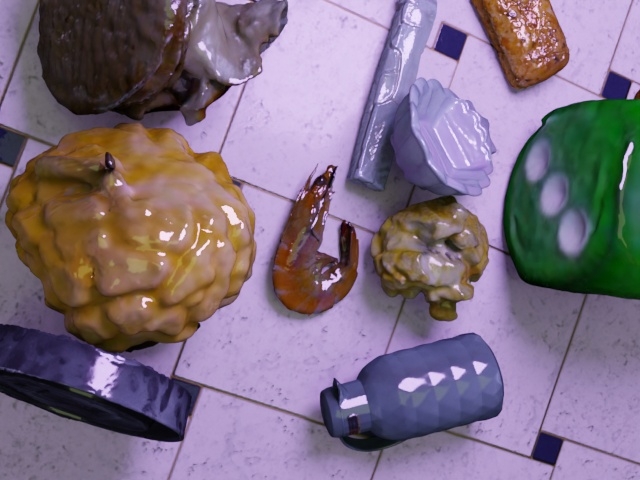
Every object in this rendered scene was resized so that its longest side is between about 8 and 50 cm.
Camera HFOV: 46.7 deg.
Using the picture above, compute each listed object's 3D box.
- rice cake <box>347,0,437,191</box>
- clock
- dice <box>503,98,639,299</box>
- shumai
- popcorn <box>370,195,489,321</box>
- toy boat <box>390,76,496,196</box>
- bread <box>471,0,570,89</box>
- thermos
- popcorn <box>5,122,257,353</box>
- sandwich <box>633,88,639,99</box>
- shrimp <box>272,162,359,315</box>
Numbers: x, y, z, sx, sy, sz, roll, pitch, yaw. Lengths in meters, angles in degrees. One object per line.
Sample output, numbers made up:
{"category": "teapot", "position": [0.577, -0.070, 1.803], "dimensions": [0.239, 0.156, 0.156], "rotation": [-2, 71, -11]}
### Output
{"category": "rice cake", "position": [0.119, -0.248, 1.219], "dimensions": [0.066, 0.063, 0.337], "rotation": [16, 87, -21]}
{"category": "clock", "position": [-0.324, 0.199, 1.005], "dimensions": [0.312, 0.312, 0.061], "rotation": [23, 65, -13]}
{"category": "dice", "position": [0.493, -0.054, 1.198], "dimensions": [0.287, 0.300, 0.297], "rotation": [8, 89, -17]}
{"category": "shumai", "position": [-0.218, -0.297, 1.072], "dimensions": [0.288, 0.329, 0.292], "rotation": [-10, 89, -52]}
{"category": "popcorn", "position": [0.180, 0.026, 1.189], "dimensions": [0.185, 0.167, 0.187], "rotation": [41, 87, -17]}
{"category": "toy boat", "position": [0.189, -0.153, 1.167], "dimensions": [0.290, 0.100, 0.200], "rotation": [-22, 88, -55]}
{"category": "bread", "position": [0.340, -0.370, 1.260], "dimensions": [0.113, 0.083, 0.211], "rotation": [-30, 97, -7]}
{"category": "thermos", "position": [0.142, 0.259, 1.210], "dimensions": [0.286, 0.145, 0.182], "rotation": [-12, 128, -11]}
{"category": "popcorn", "position": [-0.260, 0.018, 1.024], "dimensions": [0.348, 0.349, 0.382], "rotation": [10, 128, -14]}
{"category": "sandwich", "position": [0.675, -0.225, 1.353], "dimensions": [0.214, 0.065, 0.186], "rotation": [36, 84, -12]}
{"category": "shrimp", "position": [0.000, 0.000, 1.201], "dimensions": [0.150, 0.068, 0.249], "rotation": [7, 95, -26]}
